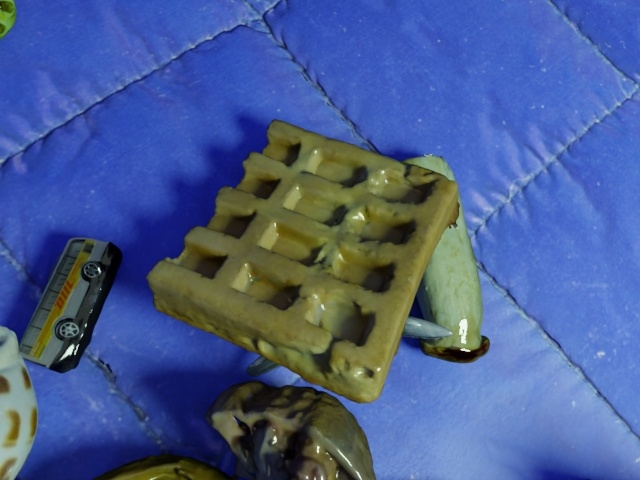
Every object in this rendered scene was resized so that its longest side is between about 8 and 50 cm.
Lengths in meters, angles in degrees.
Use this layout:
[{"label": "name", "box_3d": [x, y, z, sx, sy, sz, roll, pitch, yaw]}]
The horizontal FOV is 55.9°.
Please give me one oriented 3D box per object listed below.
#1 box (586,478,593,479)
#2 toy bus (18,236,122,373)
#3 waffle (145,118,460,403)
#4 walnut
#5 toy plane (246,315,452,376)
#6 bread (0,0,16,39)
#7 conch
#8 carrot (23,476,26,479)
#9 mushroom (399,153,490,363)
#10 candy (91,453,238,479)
[{"label": "box", "box_3d": [0.447, 0.400, 0.710, 0.153, 0.252, 0.188, 15, 69, -8]}, {"label": "toy bus", "box_3d": [-0.316, 0.079, 0.766, 0.072, 0.057, 0.172, 15, 70, 3]}, {"label": "waffle", "box_3d": [0.000, 0.001, 0.771, 0.304, 0.077, 0.348, 20, 55, 15]}, {"label": "walnut", "box_3d": [-0.009, 0.252, 0.681, 0.141, 0.204, 0.238, -36, 61, 20]}, {"label": "toy plane", "box_3d": [0.038, 0.100, 0.797, 0.267, 0.088, 0.212, 11, 70, 12]}, {"label": "bread", "box_3d": [-0.512, -0.337, 0.856, 0.130, 0.071, 0.139, -39, 83, -15]}, {"label": "conch", "box_3d": [-0.398, 0.227, 0.626, 0.149, 0.183, 0.275, 44, 56, -2]}, {"label": "carrot", "box_3d": [-0.431, 0.334, 0.653, 0.225, 0.067, 0.067, -20, 77, -19]}, {"label": "mushroom", "box_3d": [0.172, 0.022, 0.872, 0.100, 0.081, 0.312, -2, 71, -13]}, {"label": "candy", "box_3d": [-0.181, 0.370, 0.666, 0.260, 0.118, 0.260, 2, 72, -8]}]
